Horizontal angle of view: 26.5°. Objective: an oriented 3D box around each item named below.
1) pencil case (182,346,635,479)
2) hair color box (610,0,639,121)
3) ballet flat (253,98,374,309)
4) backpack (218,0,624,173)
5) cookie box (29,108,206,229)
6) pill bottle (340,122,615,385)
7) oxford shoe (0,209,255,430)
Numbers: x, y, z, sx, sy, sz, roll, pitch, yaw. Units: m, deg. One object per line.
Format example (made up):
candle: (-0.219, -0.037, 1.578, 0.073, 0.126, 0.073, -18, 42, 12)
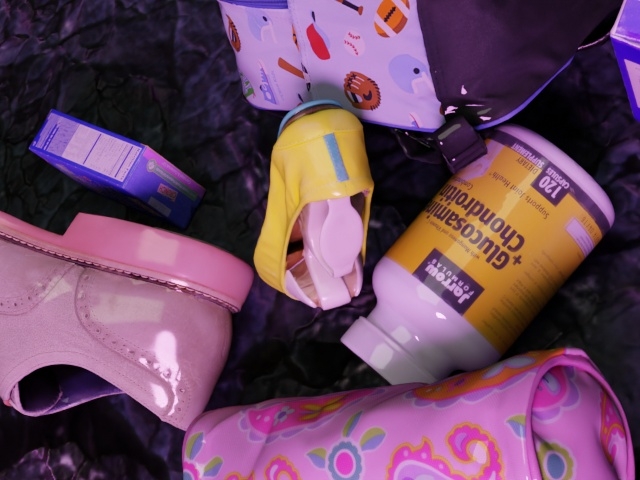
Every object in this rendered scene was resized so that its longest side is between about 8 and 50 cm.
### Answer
pencil case: (0.042, 0.142, 0.817, 0.284, 0.124, 0.124, -16, 59, 37)
hair color box: (0.292, -0.239, 0.842, 0.110, 0.185, 0.339, 18, 86, 19)
ballet flat: (0.000, 0.000, 0.891, 0.077, 0.231, 0.077, -19, 64, -13)
backpack: (0.053, -0.183, 0.920, 0.263, 0.213, 0.276, -1, 26, 44)
cookie box: (-0.159, -0.055, 1.069, 0.107, 0.092, 0.040, 22, 80, 32)
pill bottle: (0.100, 0.020, 0.899, 0.184, 0.103, 0.103, -49, 56, -3)
oxford shoe: (-0.245, 0.051, 1.035, 0.396, 0.140, 0.147, 6, 76, 31)
